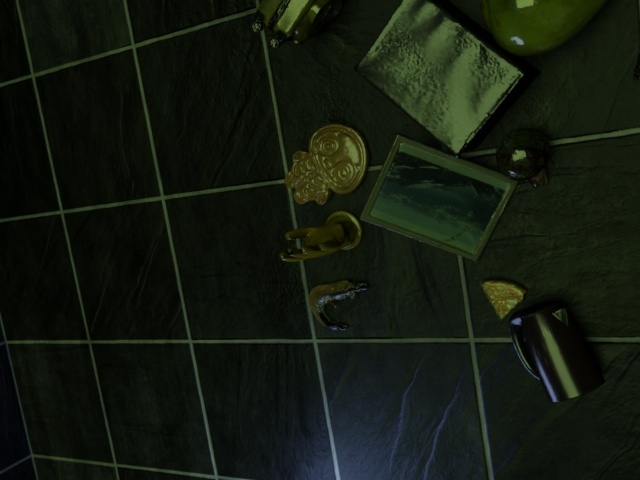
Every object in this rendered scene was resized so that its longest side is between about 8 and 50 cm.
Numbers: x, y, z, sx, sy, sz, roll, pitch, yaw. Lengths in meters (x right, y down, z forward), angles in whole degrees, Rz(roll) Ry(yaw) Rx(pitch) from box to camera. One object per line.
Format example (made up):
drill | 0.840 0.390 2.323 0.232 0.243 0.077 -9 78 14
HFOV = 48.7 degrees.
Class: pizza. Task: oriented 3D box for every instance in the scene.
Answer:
pizza | 0.474 0.154 1.852 0.122 0.026 0.109 12 109 24

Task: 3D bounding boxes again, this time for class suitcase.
suitcase | -0.047 -0.626 1.875 0.143 0.194 0.235 44 119 5

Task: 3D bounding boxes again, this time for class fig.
fig | 0.510 -0.560 1.552 0.326 0.258 0.258 -28 87 11

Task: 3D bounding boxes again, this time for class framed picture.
framed picture | 0.301 -0.105 1.805 0.334 0.022 0.247 20 113 -7

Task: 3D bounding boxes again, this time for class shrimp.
shrimp | 0.058 0.192 2.084 0.219 0.046 0.152 -19 90 35

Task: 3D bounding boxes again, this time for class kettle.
kettle | 0.579 0.270 1.772 0.202 0.144 0.232 -36 74 62

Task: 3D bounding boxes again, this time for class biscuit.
biscuit | 0.013 -0.211 2.024 0.288 0.044 0.202 -28 87 29

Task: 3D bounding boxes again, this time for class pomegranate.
pomegranate | 0.489 -0.194 1.714 0.125 0.138 0.163 4 134 19

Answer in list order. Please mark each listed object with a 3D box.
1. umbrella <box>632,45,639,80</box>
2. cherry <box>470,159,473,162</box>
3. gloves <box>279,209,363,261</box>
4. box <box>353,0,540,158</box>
umbrella | 0.744 -0.502 1.514 0.090 0.094 0.326 26 113 38
cherry | 0.274 -0.194 1.849 0.188 0.115 0.148 -49 41 20
gloves | 0.001 -0.001 1.928 0.133 0.294 0.116 -25 89 32
box | 0.310 -0.407 1.714 0.345 0.204 0.251 44 118 14
